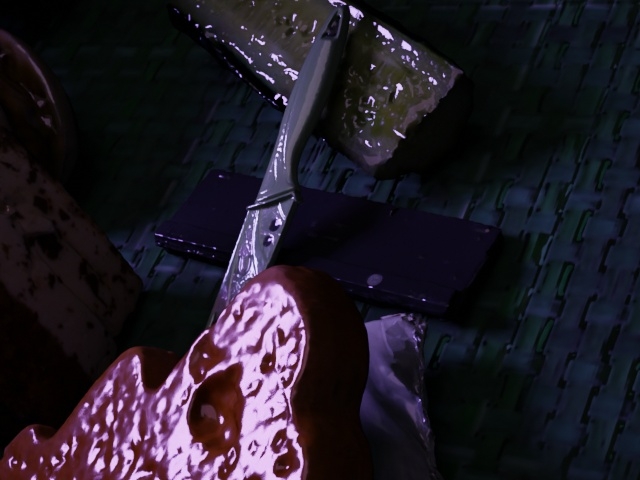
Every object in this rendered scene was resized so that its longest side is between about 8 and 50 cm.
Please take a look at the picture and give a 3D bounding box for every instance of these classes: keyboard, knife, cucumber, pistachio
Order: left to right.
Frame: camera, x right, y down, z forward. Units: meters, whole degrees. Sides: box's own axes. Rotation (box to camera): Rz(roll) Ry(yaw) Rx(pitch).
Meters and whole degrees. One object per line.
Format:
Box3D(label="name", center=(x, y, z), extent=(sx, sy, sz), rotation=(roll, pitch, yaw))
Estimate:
Box3D(label="pistachio", center=(-0.204, -0.071, 0.833), extent=(0.113, 0.113, 0.149), rotation=(-39, 51, -6))
Box3D(label="knife", center=(-0.019, -0.027, 0.710), extent=(0.030, 0.014, 0.207), rotation=(12, 77, 36))
Box3D(label="keyboard", center=(0.000, 0.000, 0.715), extent=(0.195, 0.018, 0.060), rotation=(14, 54, 37))
Box3D(label="cucumber", center=(0.003, -0.100, 0.778), extent=(0.078, 0.062, 0.211), rotation=(-53, 52, 4))

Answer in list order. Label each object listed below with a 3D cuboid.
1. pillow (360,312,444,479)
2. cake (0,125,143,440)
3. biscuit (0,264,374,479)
Box3D(label="pillow", center=(0.000, 0.133, 0.573), extent=(0.128, 0.051, 0.229), rotation=(-22, 45, 14))
Box3D(label="cake", center=(-0.207, 0.060, 0.764), extent=(0.246, 0.135, 0.112), rotation=(-35, 22, 41))
Box3D(label="biscuit", center=(-0.083, 0.150, 0.570), extent=(0.306, 0.043, 0.284), rotation=(-11, 59, 44))
